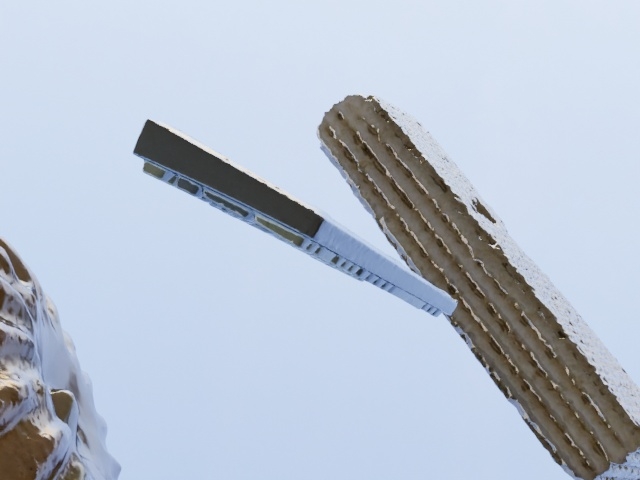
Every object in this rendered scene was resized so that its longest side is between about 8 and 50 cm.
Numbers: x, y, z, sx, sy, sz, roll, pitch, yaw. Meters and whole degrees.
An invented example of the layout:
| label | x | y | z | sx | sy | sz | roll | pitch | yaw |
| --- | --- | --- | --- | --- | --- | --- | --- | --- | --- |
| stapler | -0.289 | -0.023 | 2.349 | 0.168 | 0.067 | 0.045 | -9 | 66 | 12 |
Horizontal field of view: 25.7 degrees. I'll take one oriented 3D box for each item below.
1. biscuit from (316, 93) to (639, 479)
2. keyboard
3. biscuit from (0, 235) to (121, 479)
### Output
| label | x | y | z | sx | sy | sz | roll | pitch | yaw |
| --- | --- | --- | --- | --- | --- | --- | --- | --- | --- |
| biscuit | 0.152 | 0.038 | 1.258 | 0.078 | 0.144 | 0.426 | -43 | -116 | 15 |
| keyboard | 0.001 | -0.001 | 0.423 | 0.055 | 0.176 | 0.014 | 26 | -91 | 18 |
| biscuit | -0.209 | 0.131 | 0.951 | 0.107 | 0.326 | 0.325 | -17 | -120 | -4 |
